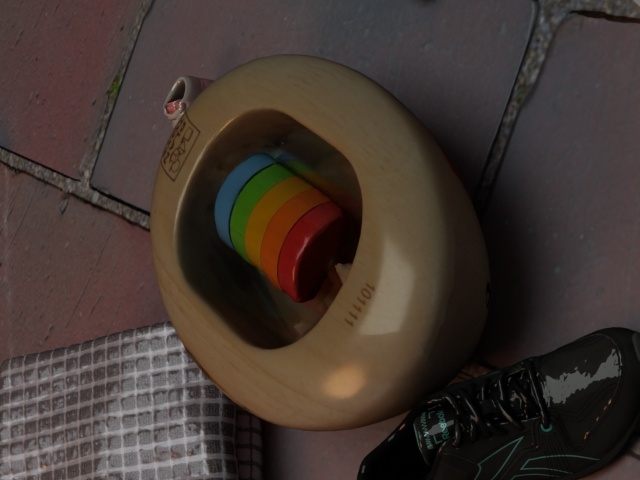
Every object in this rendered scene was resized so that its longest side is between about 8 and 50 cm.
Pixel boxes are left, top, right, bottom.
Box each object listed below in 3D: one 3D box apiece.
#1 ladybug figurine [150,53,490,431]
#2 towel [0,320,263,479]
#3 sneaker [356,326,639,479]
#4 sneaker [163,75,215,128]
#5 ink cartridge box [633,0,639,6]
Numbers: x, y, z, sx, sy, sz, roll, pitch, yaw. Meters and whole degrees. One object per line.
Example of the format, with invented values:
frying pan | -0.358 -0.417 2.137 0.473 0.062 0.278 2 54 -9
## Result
ladybug figurine | 0.000 0.000 1.333 0.449 0.162 0.305 44 110 47
towel | -0.199 0.212 1.458 0.283 0.121 0.235 -13 66 20
sneaker | 0.142 0.150 1.159 0.267 0.106 0.101 -40 48 32
sneaker | -0.143 -0.116 1.618 0.051 0.070 0.134 -6 74 47
ink cartridge box | 0.324 -0.220 1.102 0.175 0.072 0.127 -54 42 21
